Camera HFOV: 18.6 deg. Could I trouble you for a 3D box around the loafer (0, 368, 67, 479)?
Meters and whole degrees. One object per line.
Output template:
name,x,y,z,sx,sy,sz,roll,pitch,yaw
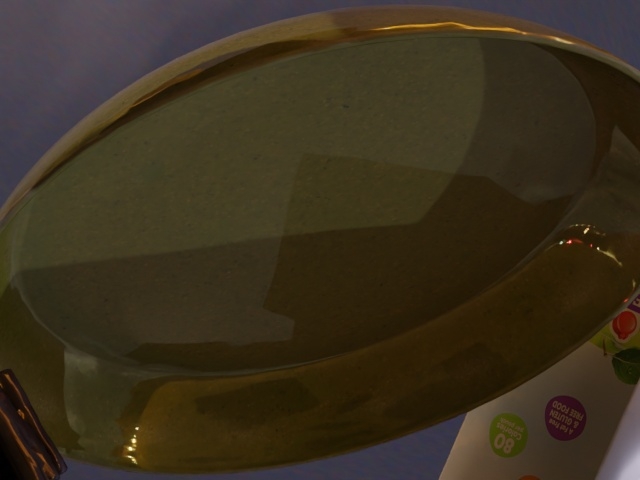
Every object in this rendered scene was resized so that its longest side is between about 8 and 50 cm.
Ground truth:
loafer,-0.145,0.009,0.479,0.302,0.109,0.095,39,-98,4

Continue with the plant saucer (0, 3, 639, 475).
plant saucer,0.000,0.000,0.627,0.241,0.241,0.037,-24,-122,10

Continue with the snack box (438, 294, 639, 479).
snack box,0.128,0.089,0.779,0.070,0.174,0.207,27,-84,39
